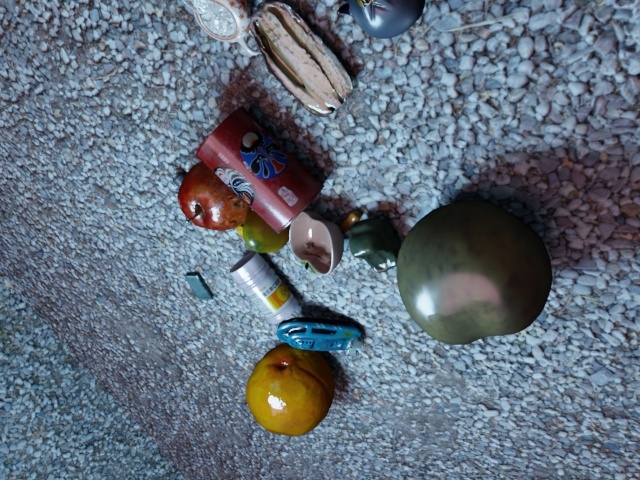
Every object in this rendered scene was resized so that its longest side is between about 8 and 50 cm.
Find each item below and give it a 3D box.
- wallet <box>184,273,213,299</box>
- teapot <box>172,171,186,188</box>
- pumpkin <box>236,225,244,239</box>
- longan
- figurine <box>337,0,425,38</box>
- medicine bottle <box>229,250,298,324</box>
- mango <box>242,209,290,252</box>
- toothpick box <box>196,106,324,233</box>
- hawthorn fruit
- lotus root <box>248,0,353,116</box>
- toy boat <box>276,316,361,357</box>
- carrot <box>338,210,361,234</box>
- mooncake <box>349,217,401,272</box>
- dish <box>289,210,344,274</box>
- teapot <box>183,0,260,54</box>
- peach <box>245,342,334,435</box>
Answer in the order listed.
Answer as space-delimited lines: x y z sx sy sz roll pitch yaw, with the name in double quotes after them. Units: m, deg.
-0.490 0.186 2.314 0.088 0.026 0.129 -4 123 38 "wallet"
-0.462 -0.200 1.984 0.083 0.063 0.049 45 166 -12 "teapot"
-0.256 -0.025 2.005 0.083 0.028 0.050 38 137 11 "pumpkin"
0.385 0.083 1.479 0.404 0.404 0.336 -20 152 40 "longan"
0.117 -0.574 1.257 0.265 0.197 0.175 43 159 -11 "figurine"
-0.200 0.169 2.054 0.133 0.133 0.250 -25 108 41 "medicine bottle"
-0.174 -0.036 1.823 0.120 0.221 0.151 -12 86 23 "mango"
-0.175 -0.205 1.693 0.333 0.204 0.204 43 135 -8 "toothpick box"
-0.345 -0.125 1.810 0.242 0.271 0.242 13 120 23 "hawthorn fruit"
-0.054 -0.477 1.499 0.167 0.078 0.329 -35 102 20 "lotus root"
-0.006 0.351 2.030 0.299 0.092 0.134 4 135 -5 "toy boat"
0.065 -0.035 1.798 0.037 0.037 0.190 42 135 -5 "carrot"
0.162 0.016 1.694 0.104 0.175 0.168 -11 92 36 "mooncake"
0.000 0.000 1.796 0.213 0.090 0.213 25 126 41 "dish"
-0.245 -0.583 1.495 0.245 0.116 0.159 37 136 -20 "teapot"
-0.114 0.555 2.165 0.343 0.343 0.302 19 135 17 "peach"
